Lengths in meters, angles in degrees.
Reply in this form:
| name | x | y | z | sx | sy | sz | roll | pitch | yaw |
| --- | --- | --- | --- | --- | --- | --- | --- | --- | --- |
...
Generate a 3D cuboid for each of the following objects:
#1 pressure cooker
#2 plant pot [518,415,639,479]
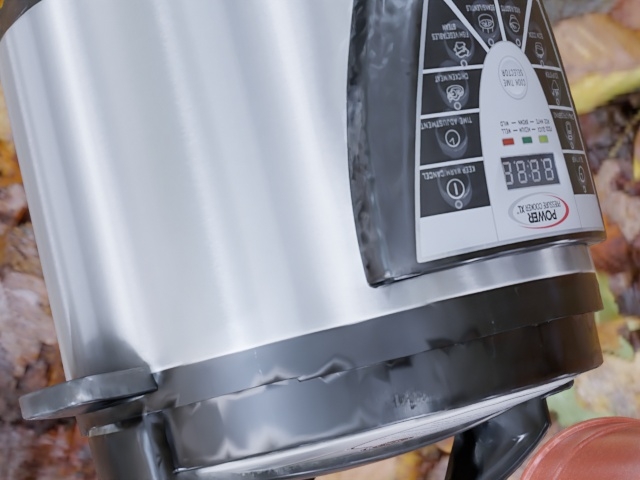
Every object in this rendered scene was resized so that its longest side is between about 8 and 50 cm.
| name | x | y | z | sx | sy | sz | roll | pitch | yaw |
| --- | --- | --- | --- | --- | --- | --- | --- | --- | --- |
| pressure cooker | -0.002 | 0.001 | 0.873 | 0.369 | 0.375 | 0.420 | -13 | 83 | 4 |
| plant pot | 0.363 | 0.300 | 1.306 | 0.272 | 0.265 | 0.272 | 3 | 75 | -10 |
